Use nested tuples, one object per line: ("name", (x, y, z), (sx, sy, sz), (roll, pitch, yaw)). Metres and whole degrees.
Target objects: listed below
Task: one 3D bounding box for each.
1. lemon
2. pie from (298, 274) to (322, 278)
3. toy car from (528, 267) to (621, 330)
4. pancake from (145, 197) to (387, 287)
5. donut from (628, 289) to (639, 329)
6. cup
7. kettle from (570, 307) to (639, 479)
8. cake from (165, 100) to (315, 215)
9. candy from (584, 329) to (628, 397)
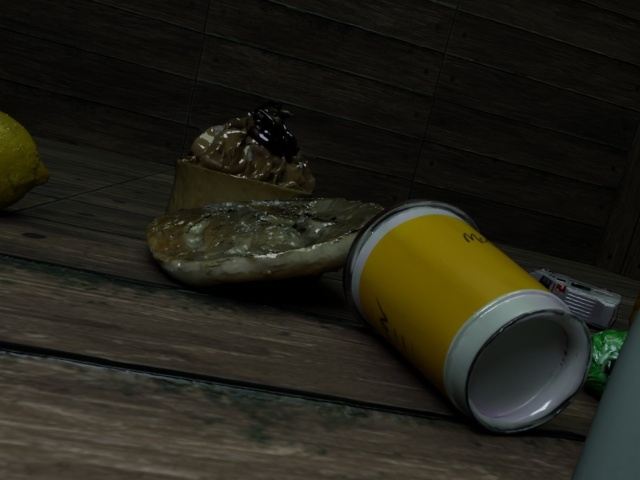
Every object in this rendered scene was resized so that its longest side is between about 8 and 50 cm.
("lemon", (-0.535, -0.127, 0.780), (0.207, 0.173, 0.174), (18, 4, -37))
("pie", (-0.076, 0.027, 0.923), (0.183, 0.049, 0.182), (14, 7, -2))
("toy car", (0.563, 0.132, 1.143), (0.210, 0.089, 0.108), (22, 16, 30))
("pancake", (-0.083, -0.013, 0.793), (0.388, 0.081, 0.387), (-2, 15, 1))
("donut", (0.722, 0.156, 0.893), (0.331, 0.159, 0.330), (-1, 12, 0))
("cup", (0.147, 0.070, 0.564), (0.197, 0.196, 0.279), (11, 16, -20))
("kettle", (0.305, 0.107, 0.344), (0.222, 0.236, 0.161), (9, 9, -32))
("cake", (-0.165, -0.165, 1.146), (0.333, 0.320, 0.332), (14, 6, -2))
("candy", (0.312, 0.132, 0.530), (0.097, 0.096, 0.324), (19, -2, 33))
